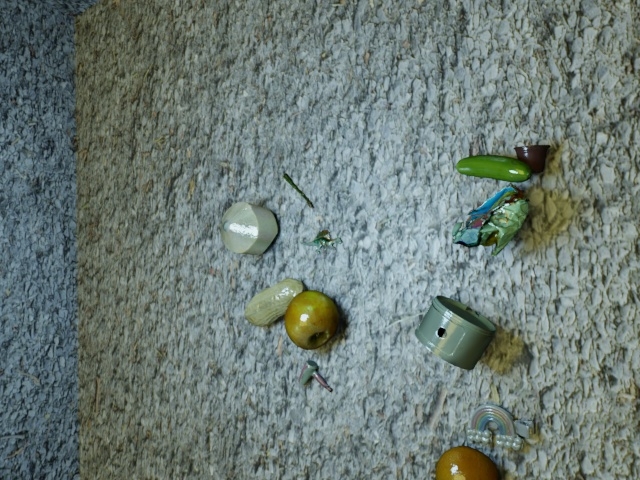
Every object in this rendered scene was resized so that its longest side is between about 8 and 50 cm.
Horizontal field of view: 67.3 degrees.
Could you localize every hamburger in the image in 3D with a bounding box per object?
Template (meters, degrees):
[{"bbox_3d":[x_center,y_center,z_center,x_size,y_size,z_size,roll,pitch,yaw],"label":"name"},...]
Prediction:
[{"bbox_3d":[0.571,-0.046,1.554,0.276,0.260,0.150,-41,95,7],"label":"hamburger"}]

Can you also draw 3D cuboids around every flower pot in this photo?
[{"bbox_3d":[0.693,-0.264,1.579,0.111,0.111,0.089,2,97,33],"label":"flower pot"}]

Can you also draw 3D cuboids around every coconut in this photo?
[{"bbox_3d":[-0.330,-0.052,2.144,0.239,0.244,0.239,-3,84,32],"label":"coconut"}]

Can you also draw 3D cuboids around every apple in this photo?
[{"bbox_3d":[-0.038,0.317,1.946,0.237,0.237,0.207,-50,42,20],"label":"apple"}]

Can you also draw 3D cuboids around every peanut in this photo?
[{"bbox_3d":[-0.198,0.265,2.094,0.313,0.152,0.152,-34,69,27],"label":"peanut"}]

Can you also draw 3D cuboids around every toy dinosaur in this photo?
[{"bbox_3d":[0.002,0.001,2.048,0.187,0.044,0.106,28,88,44],"label":"toy dinosaur"}]

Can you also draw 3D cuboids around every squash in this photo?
[{"bbox_3d":[0.582,-0.248,1.622,0.292,0.082,0.082,23,99,55],"label":"squash"}]

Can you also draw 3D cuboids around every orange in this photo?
[{"bbox_3d":[0.481,0.778,1.579,0.206,0.206,0.206,-3,84,33],"label":"orange"}]

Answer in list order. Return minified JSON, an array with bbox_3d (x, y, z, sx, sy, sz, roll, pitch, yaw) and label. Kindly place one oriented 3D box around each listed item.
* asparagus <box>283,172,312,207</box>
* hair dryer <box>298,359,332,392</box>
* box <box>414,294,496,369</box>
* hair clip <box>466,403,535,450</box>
[{"bbox_3d":[-0.099,-0.221,2.139,0.023,0.022,0.233,-29,60,-19],"label":"asparagus"},{"bbox_3d":[-0.016,0.583,2.006,0.154,0.054,0.106,30,107,27],"label":"hair dryer"},{"bbox_3d":[0.450,0.303,1.612,0.226,0.226,0.149,33,104,31],"label":"box"},{"bbox_3d":[0.595,0.618,1.603,0.220,0.054,0.140,-4,90,37],"label":"hair clip"}]
